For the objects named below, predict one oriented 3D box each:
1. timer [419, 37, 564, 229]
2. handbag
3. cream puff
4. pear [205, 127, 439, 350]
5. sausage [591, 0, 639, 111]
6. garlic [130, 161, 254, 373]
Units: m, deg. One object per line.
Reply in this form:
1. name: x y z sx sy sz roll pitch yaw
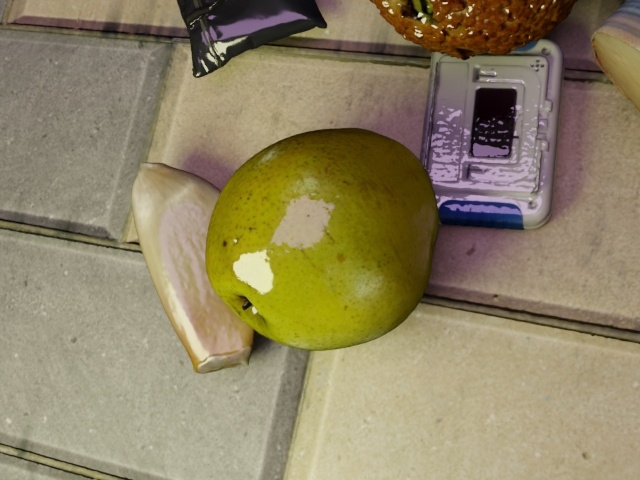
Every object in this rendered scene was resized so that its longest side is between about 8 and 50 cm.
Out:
1. timer: 0.222 -0.145 1.109 0.178 0.078 0.254 3 78 18
2. handbag: -0.126 -0.383 1.267 0.211 0.089 0.254 -21 71 6
3. cream puff: 0.189 -0.341 1.053 0.302 0.212 0.303 1 44 -1
4. pear: 0.000 0.000 1.046 0.294 0.294 0.294 -4 77 17
5. sausage: 0.490 -0.255 0.967 0.287 0.233 0.233 -45 69 5
6. garlic: -0.165 0.033 1.172 0.143 0.112 0.318 -19 70 -10
